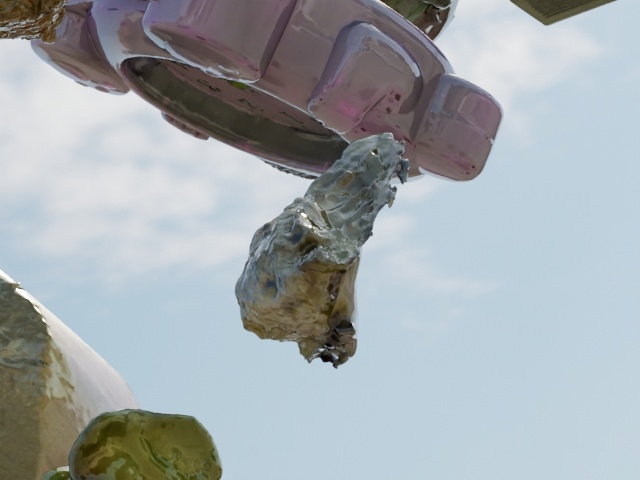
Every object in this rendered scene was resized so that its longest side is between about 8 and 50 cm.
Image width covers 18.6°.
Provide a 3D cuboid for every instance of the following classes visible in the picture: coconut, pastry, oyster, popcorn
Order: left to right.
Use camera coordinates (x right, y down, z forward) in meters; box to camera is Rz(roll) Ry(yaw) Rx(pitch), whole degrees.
[{"bbox_3d":[-0.214,-0.140,1.124,0.140,0.056,0.080,3,-8,-15],"label":"pastry"},{"bbox_3d":[-0.288,0.181,1.554,0.297,0.297,0.309,-24,-40,11],"label":"coconut"},{"bbox_3d":[-0.136,0.223,1.200,0.235,0.181,0.216,-43,-20,-49],"label":"popcorn"},{"bbox_3d":[-0.002,0.005,1.070,0.072,0.209,0.132,21,-56,-3],"label":"oyster"}]

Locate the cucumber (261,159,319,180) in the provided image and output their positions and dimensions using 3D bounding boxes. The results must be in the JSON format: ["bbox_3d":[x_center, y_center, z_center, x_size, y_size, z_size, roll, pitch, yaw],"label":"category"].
[{"bbox_3d":[-0.017,-0.103,2.231,0.068,0.067,0.293,-28,-16,21],"label":"cucumber"}]

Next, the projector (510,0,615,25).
[{"bbox_3d":[0.262,-0.331,1.834,0.088,0.269,0.194,32,-29,-30],"label":"projector"}]

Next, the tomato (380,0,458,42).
[{"bbox_3d":[-0.023,-0.267,1.793,0.304,0.239,0.303,-10,-20,-4],"label":"tomato"}]

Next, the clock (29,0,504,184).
[{"bbox_3d":[-0.039,-0.137,1.546,0.322,0.113,0.295,27,-13,-29],"label":"clock"}]
